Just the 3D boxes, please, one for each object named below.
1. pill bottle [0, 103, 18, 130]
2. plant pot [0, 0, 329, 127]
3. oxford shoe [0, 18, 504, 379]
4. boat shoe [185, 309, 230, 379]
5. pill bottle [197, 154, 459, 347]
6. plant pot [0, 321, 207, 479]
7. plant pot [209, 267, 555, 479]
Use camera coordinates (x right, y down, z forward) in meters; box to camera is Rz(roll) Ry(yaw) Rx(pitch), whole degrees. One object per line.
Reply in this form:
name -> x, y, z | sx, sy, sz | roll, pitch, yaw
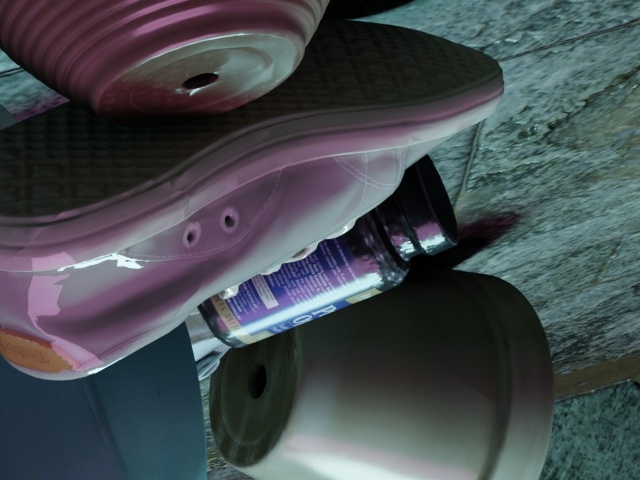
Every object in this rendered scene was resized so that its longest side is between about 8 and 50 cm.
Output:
pill bottle -> -0.320, 0.014, 1.135 | 0.283, 0.161, 0.161 | -24, 164, 23
plant pot -> -0.079, -0.135, 0.971 | 0.237, 0.109, 0.237 | -17, 164, -5
oxford shoe -> -0.050, -0.039, 1.101 | 0.169, 0.130, 0.449 | 21, -147, 34
boat shoe -> -0.197, 0.142, 1.846 | 0.320, 0.103, 0.118 | -24, 164, 24
pill bottle -> 0.000, 0.000, 1.519 | 0.219, 0.123, 0.123 | -22, 165, 15
plant pot -> -0.203, 0.122, 1.462 | 0.166, 0.234, 0.165 | -26, 173, 31
plant pot -> 0.043, 0.172, 1.923 | 0.280, 0.323, 0.323 | 12, 151, -31
